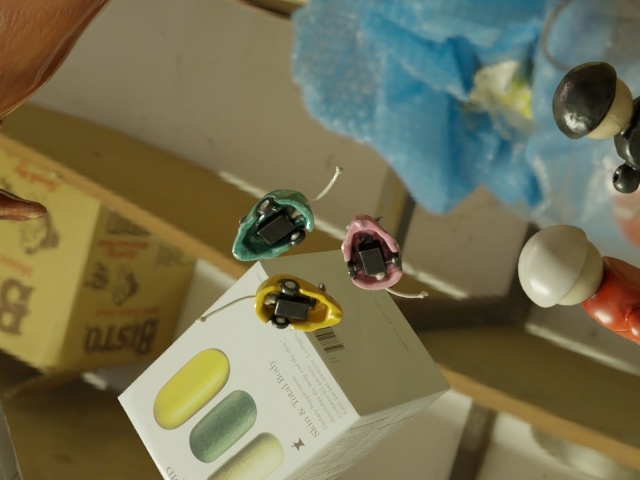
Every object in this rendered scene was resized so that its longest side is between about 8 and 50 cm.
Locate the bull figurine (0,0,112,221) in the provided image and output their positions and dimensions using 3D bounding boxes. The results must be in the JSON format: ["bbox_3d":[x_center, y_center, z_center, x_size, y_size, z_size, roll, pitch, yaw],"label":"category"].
[{"bbox_3d":[-0.119,-0.101,0.395,0.101,0.310,0.188,40,-169,14],"label":"bull figurine"}]

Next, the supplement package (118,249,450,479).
[{"bbox_3d":[-0.042,0.169,1.359,0.198,0.262,0.199,-6,-123,-56],"label":"supplement package"}]

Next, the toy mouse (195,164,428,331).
[{"bbox_3d":[0.000,0.000,0.834,0.161,0.143,0.031,5,-144,-4],"label":"toy mouse"}]

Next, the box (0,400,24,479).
[{"bbox_3d":[-0.347,0.171,0.751,0.322,0.232,0.058,-17,-179,1],"label":"box"}]

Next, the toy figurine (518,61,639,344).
[{"bbox_3d":[0.245,-0.041,0.814,0.148,0.213,0.209,25,158,-15],"label":"toy figurine"}]
